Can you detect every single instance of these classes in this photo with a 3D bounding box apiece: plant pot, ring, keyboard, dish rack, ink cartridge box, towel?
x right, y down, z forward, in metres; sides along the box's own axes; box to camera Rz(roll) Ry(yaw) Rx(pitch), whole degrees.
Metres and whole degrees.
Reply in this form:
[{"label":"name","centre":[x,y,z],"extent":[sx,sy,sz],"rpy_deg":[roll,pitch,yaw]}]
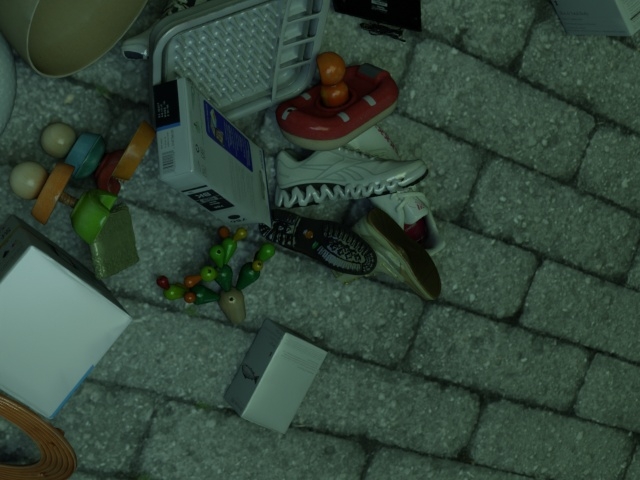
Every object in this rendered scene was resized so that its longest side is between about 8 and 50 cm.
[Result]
[{"label":"plant pot","centre":[-0.405,-0.416,1.413],"extent":[0.191,0.284,0.284],"rpy_deg":[38,83,9]},{"label":"ring","centre":[-0.544,0.296,1.490],"extent":[0.336,0.336,0.032],"rpy_deg":[42,45,-27]},{"label":"keyboard","centre":[0.103,-0.429,1.762],"extent":[0.192,0.038,0.100],"rpy_deg":[7,76,-25]},{"label":"dish rack","centre":[-0.148,-0.313,1.563],"extent":[0.333,0.072,0.285],"rpy_deg":[-27,156,-25]},{"label":"ink cartridge box","centre":[-0.460,0.111,1.482],"extent":[0.197,0.270,0.198],"rpy_deg":[41,83,-25]},{"label":"towel","centre":[-0.355,0.003,1.591],"extent":[0.027,0.148,0.110],"rpy_deg":[-7,102,16]},{"label":"ink cartridge box","centre":[-0.174,-0.130,1.568],"extent":[0.065,0.333,0.165],"rpy_deg":[-14,70,16]}]

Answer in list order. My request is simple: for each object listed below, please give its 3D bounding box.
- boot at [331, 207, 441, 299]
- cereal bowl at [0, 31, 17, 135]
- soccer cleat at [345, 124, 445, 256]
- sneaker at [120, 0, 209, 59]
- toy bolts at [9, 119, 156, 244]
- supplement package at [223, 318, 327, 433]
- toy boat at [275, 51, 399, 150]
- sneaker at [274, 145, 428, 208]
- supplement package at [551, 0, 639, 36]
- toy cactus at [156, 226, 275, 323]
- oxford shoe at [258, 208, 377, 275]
[{"label":"boot","centre":[0.115,0.051,1.793],"extent":[0.213,0.165,0.077],"rpy_deg":[47,42,-13]},{"label":"cereal bowl","centre":[-0.623,-0.245,1.396],"extent":[0.339,0.141,0.339],"rpy_deg":[-5,104,-23]},{"label":"soccer cleat","centre":[0.140,-0.105,1.785],"extent":[0.116,0.143,0.331],"rpy_deg":[-40,115,-12]},{"label":"sneaker","centre":[-0.241,-0.396,1.567],"extent":[0.235,0.094,0.153],"rpy_deg":[-21,108,-19]},{"label":"toy bolts","centre":[-0.376,-0.137,1.487],"extent":[0.158,0.228,0.218],"rpy_deg":[30,105,-13]},{"label":"supplement package","centre":[-0.087,0.258,1.785],"extent":[0.105,0.105,0.179],"rpy_deg":[28,88,-28]},{"label":"toy boat","centre":[0.022,-0.266,1.668],"extent":[0.231,0.151,0.151],"rpy_deg":[-36,133,-21]},{"label":"sneaker","centre":[0.048,-0.129,1.697],"extent":[0.292,0.110,0.118],"rpy_deg":[-6,92,17]},{"label":"supplement package","centre":[0.560,-0.568,1.842],"extent":[0.198,0.199,0.262],"rpy_deg":[-40,115,-11]},{"label":"toy cactus","centre":[-0.183,0.076,1.716],"extent":[0.219,0.112,0.180],"rpy_deg":[-30,132,-19]},{"label":"oxford shoe","centre":[0.000,0.000,1.740],"extent":[0.227,0.096,0.083],"rpy_deg":[25,87,4]}]
